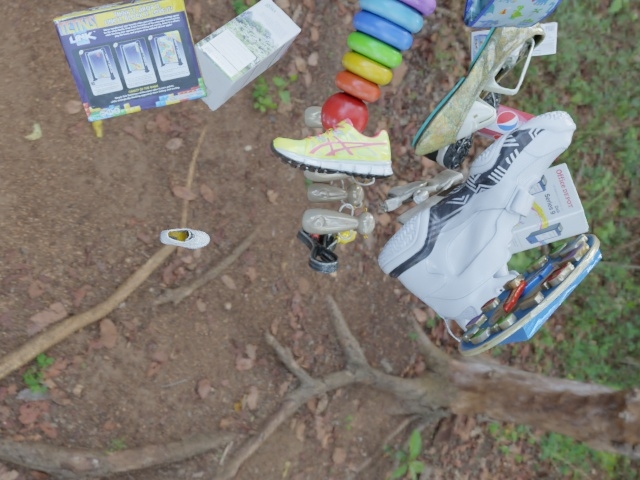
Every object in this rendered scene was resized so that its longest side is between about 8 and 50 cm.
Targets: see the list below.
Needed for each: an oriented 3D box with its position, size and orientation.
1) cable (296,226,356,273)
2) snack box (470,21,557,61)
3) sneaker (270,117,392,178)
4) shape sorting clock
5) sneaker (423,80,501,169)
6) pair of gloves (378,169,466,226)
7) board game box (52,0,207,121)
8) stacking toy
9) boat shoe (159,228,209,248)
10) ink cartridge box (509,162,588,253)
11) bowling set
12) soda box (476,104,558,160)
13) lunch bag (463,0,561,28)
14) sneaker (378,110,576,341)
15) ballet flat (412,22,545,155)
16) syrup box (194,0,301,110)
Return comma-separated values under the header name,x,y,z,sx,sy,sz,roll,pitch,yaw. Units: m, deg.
name,x,y,z,sx,sy,sz,roll,pitch,yaw
cable,0.000,0.000,1.482,0.287,0.139,0.072,-50,154,-76
snack box,0.411,-0.424,1.378,0.022,0.178,0.064,-84,168,-63
sneaker,0.020,-0.158,1.075,0.208,0.081,0.094,6,91,-11
shape sorting clock,0.239,0.062,0.759,0.040,0.206,0.206,49,53,1
sneaker,0.312,-0.282,1.430,0.272,0.108,0.100,-51,141,-17
pair of gloves,0.237,-0.103,1.412,0.204,0.240,0.042,-24,108,-4
board game box,-0.255,-0.251,0.882,0.170,0.048,0.141,-13,119,-6
stacking toy,0.094,-0.337,1.164,0.141,0.141,0.331,10,110,-47
boat shoe,-0.248,-0.006,1.205,0.100,0.035,0.035,9,75,-38
ink cartridge box,0.506,-0.071,1.534,0.093,0.212,0.155,51,28,-47
bowling set,0.048,-0.156,1.405,0.200,0.154,0.287,-61,153,-78
soda box,0.613,-0.336,1.970,0.092,0.263,0.083,-65,161,-5
lunch bag,0.301,-0.390,0.979,0.128,0.151,0.096,-6,54,-19
sneaker,0.280,-0.013,0.988,0.210,0.366,0.137,51,17,12
ballet flat,0.316,-0.293,1.255,0.123,0.123,0.349,36,88,-42
syrup box,-0.147,-0.354,1.208,0.093,0.096,0.237,44,50,-6
